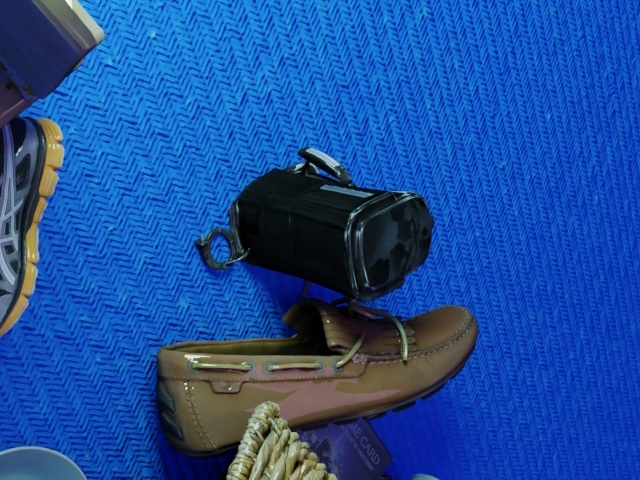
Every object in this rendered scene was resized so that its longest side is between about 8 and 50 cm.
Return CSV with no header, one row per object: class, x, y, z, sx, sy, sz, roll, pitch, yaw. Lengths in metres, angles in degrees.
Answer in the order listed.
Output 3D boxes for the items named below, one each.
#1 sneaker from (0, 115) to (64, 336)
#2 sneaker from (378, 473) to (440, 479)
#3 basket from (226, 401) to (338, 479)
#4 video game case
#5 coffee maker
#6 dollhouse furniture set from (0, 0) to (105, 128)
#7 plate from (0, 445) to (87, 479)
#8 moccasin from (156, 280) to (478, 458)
sneaker,-0.294,-0.011,1.214,0.083,0.084,0.215,16,81,-41
sneaker,0.094,0.338,1.573,0.094,0.256,0.151,23,83,-4
basket,-0.052,0.348,1.342,0.213,0.223,0.299,-36,151,-19
video game case,-0.036,0.292,1.550,0.274,0.026,0.196,-53,130,-26
coffee maker,0.000,0.000,1.412,0.171,0.178,0.120,-47,127,-23
dollhouse furniture set,-0.329,-0.246,0.941,0.256,0.362,0.394,-44,99,-26
plate,-0.301,0.285,1.323,0.188,0.024,0.188,-13,110,-39
moccasin,0.002,0.118,1.473,0.380,0.139,0.147,-10,100,-22
